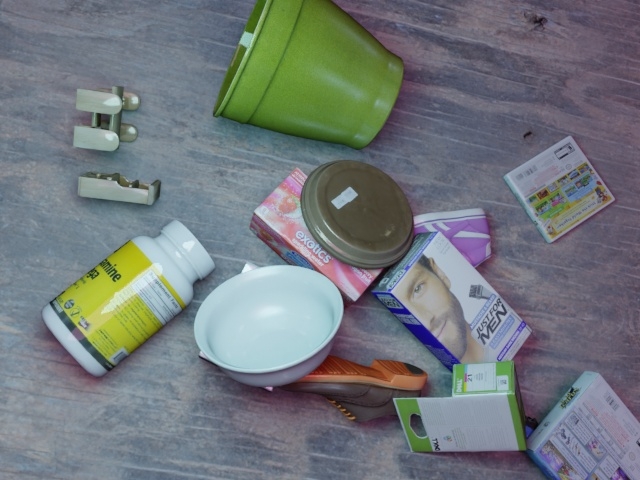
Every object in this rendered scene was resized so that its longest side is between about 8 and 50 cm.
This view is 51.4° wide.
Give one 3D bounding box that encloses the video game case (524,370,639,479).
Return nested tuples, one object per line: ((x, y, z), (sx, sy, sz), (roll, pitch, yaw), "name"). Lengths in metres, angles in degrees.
((0.627, 0.482, 1.525), (0.244, 0.061, 0.269), (-43, 98, -17), "video game case")

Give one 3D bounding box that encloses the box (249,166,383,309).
((0.000, 0.000, 1.516), (0.300, 0.142, 0.154), (42, 72, 2), "box")

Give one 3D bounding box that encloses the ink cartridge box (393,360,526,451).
((0.306, 0.367, 1.453), (0.255, 0.189, 0.097), (-7, 34, 20), "ink cartridge box")

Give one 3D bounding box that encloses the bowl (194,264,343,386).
((-0.093, 0.192, 1.336), (0.297, 0.134, 0.298), (-6, 36, 4), "bowl")

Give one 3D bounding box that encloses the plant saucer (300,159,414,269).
((0.090, -0.068, 1.464), (0.277, 0.041, 0.278), (11, 58, -19), "plant saucer")

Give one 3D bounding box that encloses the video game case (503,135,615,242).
((0.616, -0.134, 1.714), (0.227, 0.026, 0.206), (-31, 83, -16), "video game case")

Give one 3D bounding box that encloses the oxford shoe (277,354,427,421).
((0.061, 0.329, 1.432), (0.363, 0.130, 0.133), (10, 99, -21), "oxford shoe")

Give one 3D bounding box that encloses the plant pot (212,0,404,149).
((-0.013, -0.383, 1.527), (0.353, 0.366, 0.367), (22, 74, -17), "plant pot")

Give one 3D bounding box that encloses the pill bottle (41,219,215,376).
((-0.394, 0.111, 1.401), (0.334, 0.188, 0.188), (-41, 86, -16), "pill bottle")

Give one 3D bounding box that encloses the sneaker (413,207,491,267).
((0.281, 0.017, 1.584), (0.282, 0.102, 0.161), (-7, 81, -11), "sneaker")

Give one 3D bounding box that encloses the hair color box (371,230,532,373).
((0.300, 0.160, 1.504), (0.339, 0.110, 0.185), (44, 74, -13), "hair color box")

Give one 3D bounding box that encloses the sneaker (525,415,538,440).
((0.431, 0.431, 1.528), (0.152, 0.058, 0.085), (10, 81, -11), "sneaker")

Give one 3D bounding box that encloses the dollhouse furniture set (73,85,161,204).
((-0.434, -0.214, 1.466), (0.161, 0.212, 0.242), (7, 102, -6), "dollhouse furniture set")

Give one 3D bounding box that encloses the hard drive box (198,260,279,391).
((-0.137, 0.192, 1.475), (0.181, 0.089, 0.232), (26, 74, -2), "hard drive box")
